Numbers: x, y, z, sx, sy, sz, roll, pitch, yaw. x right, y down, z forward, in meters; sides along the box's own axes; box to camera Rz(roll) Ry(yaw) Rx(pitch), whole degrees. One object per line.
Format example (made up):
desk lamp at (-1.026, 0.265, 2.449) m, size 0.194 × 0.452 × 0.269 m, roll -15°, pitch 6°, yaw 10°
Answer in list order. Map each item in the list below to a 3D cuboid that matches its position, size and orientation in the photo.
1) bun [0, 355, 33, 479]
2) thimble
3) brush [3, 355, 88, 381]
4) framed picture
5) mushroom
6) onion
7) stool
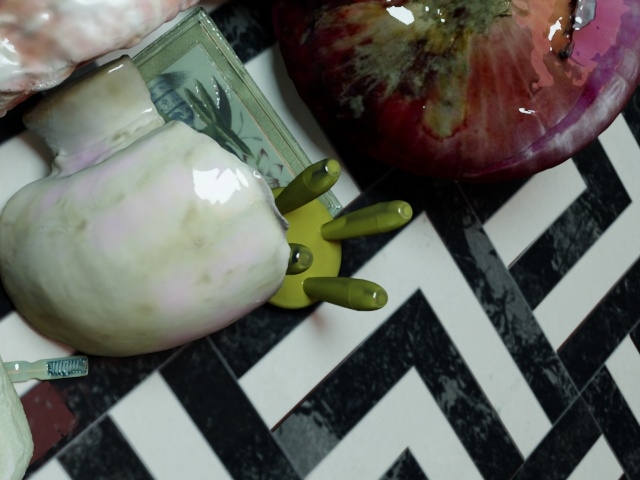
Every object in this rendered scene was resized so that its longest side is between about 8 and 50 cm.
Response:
bun at (-0.307, 0.127, 0.710) m, size 0.231 × 0.133 × 0.231 m, roll 8°, pitch 73°, yaw -26°
thimble at (-0.204, -0.195, 0.780) m, size 0.239 × 0.239 × 0.162 m, roll -38°, pitch 107°, yaw -33°
brush at (-0.219, 0.100, 0.851) m, size 0.084 × 0.013 × 0.016 m, roll -1°, pitch 86°, yaw -34°
framed picture at (-0.093, -0.068, 0.966) m, size 0.173 × 0.010 × 0.231 m, roll -47°, pitch 110°, yaw -30°
mushroom at (-0.139, -0.002, 0.817) m, size 0.173 × 0.162 × 0.236 m, roll -38°, pitch 110°, yaw -25°
onion at (0.129, -0.220, 1.013) m, size 0.348 × 0.285 × 0.347 m, roll 1°, pitch 96°, yaw 5°
stool at (0.000, 0.000, 0.947) m, size 0.135 × 0.110 × 0.134 m, roll -24°, pitch 98°, yaw -34°
